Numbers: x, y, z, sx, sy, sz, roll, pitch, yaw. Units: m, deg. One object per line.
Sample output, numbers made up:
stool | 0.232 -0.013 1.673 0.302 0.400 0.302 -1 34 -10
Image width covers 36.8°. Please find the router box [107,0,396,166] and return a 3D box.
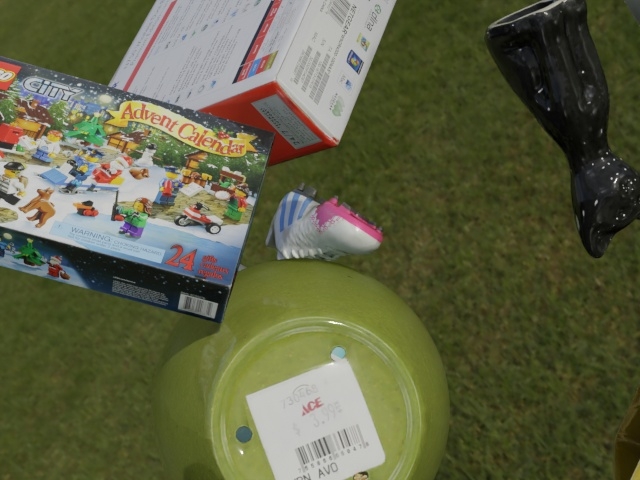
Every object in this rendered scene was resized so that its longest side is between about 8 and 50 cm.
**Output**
router box | -0.063 -0.210 0.921 0.301 0.082 0.336 -11 48 44

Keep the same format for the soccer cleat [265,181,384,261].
soccer cleat | 0.000 0.000 1.577 0.143 0.116 0.331 -58 21 -1

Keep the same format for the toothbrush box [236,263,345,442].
toothbrush box | -0.053 0.204 1.462 0.216 0.295 0.126 -59 16 6

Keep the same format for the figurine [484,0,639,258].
figurine | 0.268 -0.121 0.797 0.214 0.210 0.092 -28 13 -14

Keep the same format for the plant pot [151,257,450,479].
plant pot | -0.009 0.134 0.754 0.275 0.275 0.293 -46 -2 -8

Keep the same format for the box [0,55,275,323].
box | -0.161 -0.043 0.684 0.044 0.233 0.159 109 175 -47

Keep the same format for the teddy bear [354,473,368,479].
teddy bear | -0.057 0.415 1.427 0.338 0.245 0.113 -35 56 30

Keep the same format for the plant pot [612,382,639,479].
plant pot | 0.489 0.240 1.182 0.212 0.187 0.212 -39 -32 -68
